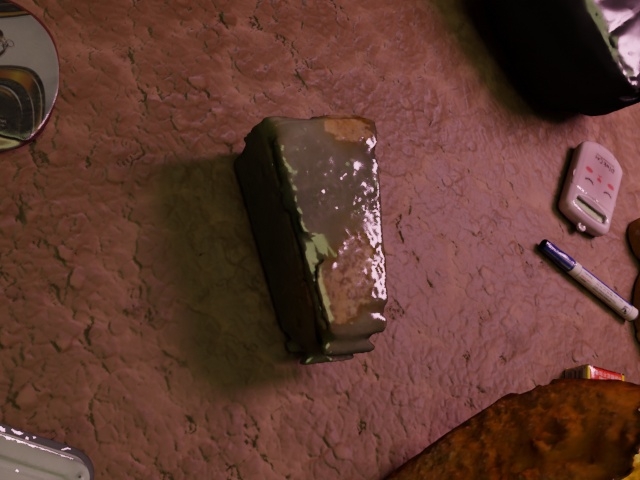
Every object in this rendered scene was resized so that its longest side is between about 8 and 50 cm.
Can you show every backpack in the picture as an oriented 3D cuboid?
[{"bbox_3d":[0.499,-0.420,1.104,0.445,0.255,0.363,-36,98,-34],"label":"backpack"}]

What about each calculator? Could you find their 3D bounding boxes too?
[{"bbox_3d":[0.450,-0.086,1.090,0.100,0.032,0.175,33,62,-14],"label":"calculator"}]

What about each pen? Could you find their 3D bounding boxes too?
[{"bbox_3d":[0.423,0.062,1.033,0.204,0.025,0.025,37,61,-12],"label":"pen"}]

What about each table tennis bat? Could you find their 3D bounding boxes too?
[{"bbox_3d":[-0.377,-0.136,0.692,0.173,0.022,0.301,11,67,-22],"label":"table tennis bat"}]

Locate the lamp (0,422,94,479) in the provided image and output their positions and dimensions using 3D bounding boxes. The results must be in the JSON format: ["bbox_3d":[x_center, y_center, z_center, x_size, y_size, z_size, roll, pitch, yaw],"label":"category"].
[{"bbox_3d":[-0.343,0.265,0.514,0.269,0.047,0.267,36,60,-36],"label":"lamp"}]

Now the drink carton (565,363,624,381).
[{"bbox_3d":[0.388,0.267,0.931,0.071,0.056,0.166,17,67,-13],"label":"drink carton"}]

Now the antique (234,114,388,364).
[{"bbox_3d":[0.000,0.000,0.778,0.150,0.125,0.284,-3,75,-26],"label":"antique"}]

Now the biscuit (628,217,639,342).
[{"bbox_3d":[0.642,0.070,1.123,0.343,0.057,0.287,-36,92,-31],"label":"biscuit"}]

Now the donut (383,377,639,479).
[{"bbox_3d":[0.190,0.347,0.638,0.163,0.377,0.435,57,41,-16],"label":"donut"}]
